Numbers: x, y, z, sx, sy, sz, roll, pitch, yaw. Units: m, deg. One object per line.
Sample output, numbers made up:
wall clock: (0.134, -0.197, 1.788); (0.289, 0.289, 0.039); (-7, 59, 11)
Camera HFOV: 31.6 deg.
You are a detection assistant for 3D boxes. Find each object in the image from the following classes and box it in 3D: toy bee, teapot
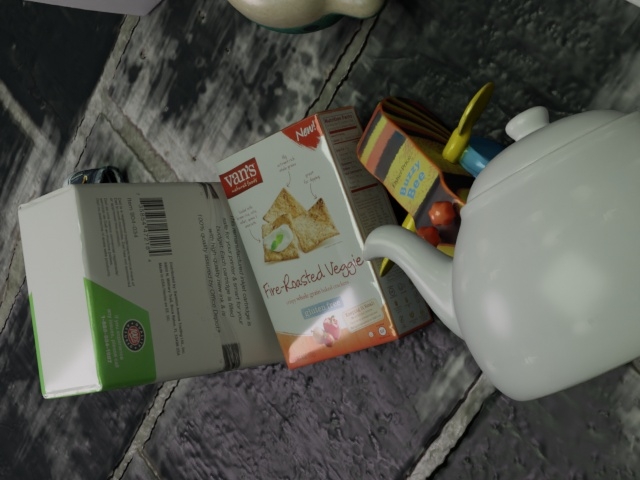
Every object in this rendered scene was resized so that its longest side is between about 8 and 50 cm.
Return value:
toy bee: (0.122, -0.043, 0.989); (0.298, 0.162, 0.195); (19, 103, 41)
teapot: (0.197, -0.014, 0.814); (0.187, 0.256, 0.252); (64, 160, 7)

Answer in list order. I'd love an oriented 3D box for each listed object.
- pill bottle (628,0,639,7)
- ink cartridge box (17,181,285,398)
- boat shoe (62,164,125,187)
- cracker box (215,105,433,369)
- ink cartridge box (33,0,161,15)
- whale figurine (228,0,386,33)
pill bottle: (0.302, -0.339, 0.778); (0.204, 0.204, 0.361); (44, 119, 33)
ink cartridge box: (-0.156, 0.046, 1.175); (0.114, 0.272, 0.198); (-15, 81, 45)
boat shoe: (-0.284, -0.003, 1.430); (0.083, 0.065, 0.183); (-11, 84, 44)
cracker box: (0.000, 0.000, 1.141); (0.155, 0.067, 0.232); (-22, 87, 42)
ink cartridge box: (-0.224, -0.413, 1.267); (0.270, 0.197, 0.198); (-31, 72, 39)
whale figurine: (0.026, -0.309, 1.109); (0.272, 0.141, 0.216); (-24, 75, 16)
